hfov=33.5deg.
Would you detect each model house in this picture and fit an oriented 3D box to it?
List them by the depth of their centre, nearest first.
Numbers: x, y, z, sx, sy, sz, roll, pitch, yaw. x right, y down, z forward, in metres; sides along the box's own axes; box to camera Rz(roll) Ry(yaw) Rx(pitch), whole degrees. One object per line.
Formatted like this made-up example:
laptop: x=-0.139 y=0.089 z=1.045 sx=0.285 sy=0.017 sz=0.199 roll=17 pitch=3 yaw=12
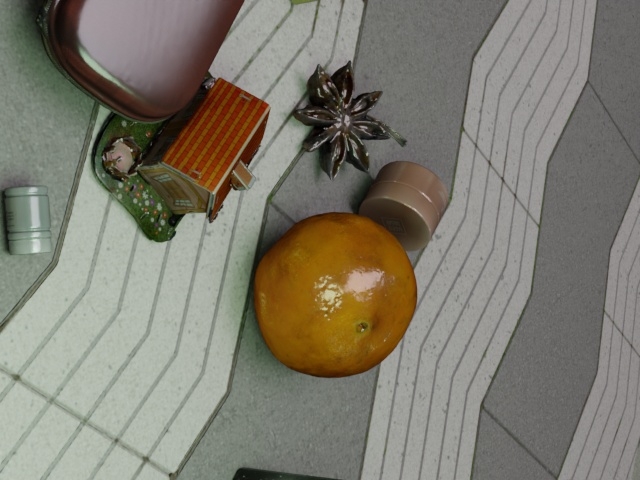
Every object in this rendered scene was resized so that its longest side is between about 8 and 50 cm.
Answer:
model house: x=-0.187 y=-0.159 z=1.625 sx=0.207 sy=0.154 sz=0.294 roll=54 pitch=50 yaw=-35

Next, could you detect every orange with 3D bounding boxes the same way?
orange: x=0.026 y=0.092 z=1.773 sx=0.283 sy=0.226 sz=0.284 roll=-12 pitch=119 yaw=-23

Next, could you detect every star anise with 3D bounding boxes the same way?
star anise: x=0.046 y=-0.216 z=1.962 sx=0.262 sy=0.081 sz=0.230 roll=12 pitch=77 yaw=-38

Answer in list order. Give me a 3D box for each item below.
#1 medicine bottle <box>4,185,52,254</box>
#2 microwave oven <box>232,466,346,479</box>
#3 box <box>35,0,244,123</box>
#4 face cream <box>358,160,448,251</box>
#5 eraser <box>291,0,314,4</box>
medicine bottle: x=-0.395 y=-0.027 z=1.437 sx=0.058 sy=0.058 sz=0.091 roll=-4 pitch=90 yaw=-50
microwave oven: x=-0.058 y=0.631 z=1.650 sx=0.374 sy=0.236 sz=0.432 roll=56 pitch=49 yaw=-31
box: x=-0.229 y=-0.371 z=1.519 sx=0.263 sy=0.108 sz=0.404 roll=37 pitch=72 yaw=-35
face cream: x=0.159 y=-0.065 z=2.033 sx=0.149 sy=0.149 sz=0.104 roll=55 pitch=48 yaw=-32
eraser: x=0.026 y=-0.493 z=1.933 sx=0.172 sy=0.117 sz=0.058 roll=-47 pitch=121 yaw=-42
